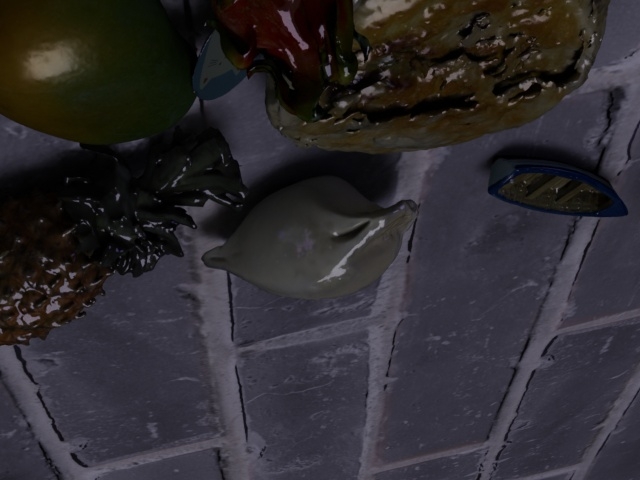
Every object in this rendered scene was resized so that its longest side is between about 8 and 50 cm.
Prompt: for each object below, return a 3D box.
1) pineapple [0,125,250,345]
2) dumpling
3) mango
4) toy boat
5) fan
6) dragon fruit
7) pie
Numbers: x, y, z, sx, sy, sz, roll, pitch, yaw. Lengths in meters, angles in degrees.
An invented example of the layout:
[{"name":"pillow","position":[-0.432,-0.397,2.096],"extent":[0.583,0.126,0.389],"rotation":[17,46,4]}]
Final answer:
[{"name":"pineapple","position":[-0.219,-0.016,1.229],"extent":[0.310,0.141,0.170],"rotation":[-27,127,5]},{"name":"dumpling","position":[0.000,0.000,1.386],"extent":[0.252,0.131,0.179],"rotation":[-18,178,25]},{"name":"mango","position":[-0.186,-0.148,1.019],"extent":[0.156,0.114,0.251],"rotation":[-36,164,9]},{"name":"toy boat","position":[0.285,-0.063,1.490],"extent":[0.229,0.046,0.080],"rotation":[8,144,-39]},{"name":"fan","position":[-0.061,-0.190,1.059],"extent":[0.113,0.005,0.175],"rotation":[-35,155,-49]},{"name":"dragon fruit","position":[-0.018,-0.183,1.002],"extent":[0.138,0.175,0.142],"rotation":[-26,178,-15]},{"name":"pie","position":[0.108,-0.171,1.159],"extent":[0.339,0.077,0.339],"rotation":[-12,153,-6]}]
